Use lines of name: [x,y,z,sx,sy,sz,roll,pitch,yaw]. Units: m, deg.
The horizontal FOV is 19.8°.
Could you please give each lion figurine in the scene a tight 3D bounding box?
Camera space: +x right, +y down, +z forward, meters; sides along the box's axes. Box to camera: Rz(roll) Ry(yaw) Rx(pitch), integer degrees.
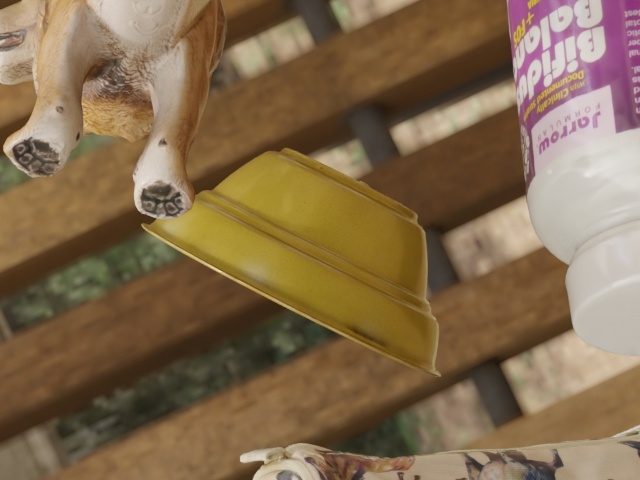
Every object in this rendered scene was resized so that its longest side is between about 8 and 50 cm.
lion figurine: [-0.096,-0.177,0.981,0.392,0.142,0.240,117,164,-45]

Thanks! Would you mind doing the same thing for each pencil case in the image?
pencil case: [0.143,0.230,1.438,0.160,0.410,0.184,131,135,-63]

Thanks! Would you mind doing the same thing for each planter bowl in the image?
planter bowl: [0.000,0.000,1.183,0.217,0.090,0.217,26,180,0]

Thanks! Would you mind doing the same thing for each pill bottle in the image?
pill bottle: [0.223,-0.080,1.278,0.169,0.169,0.302,64,-160,-58]
